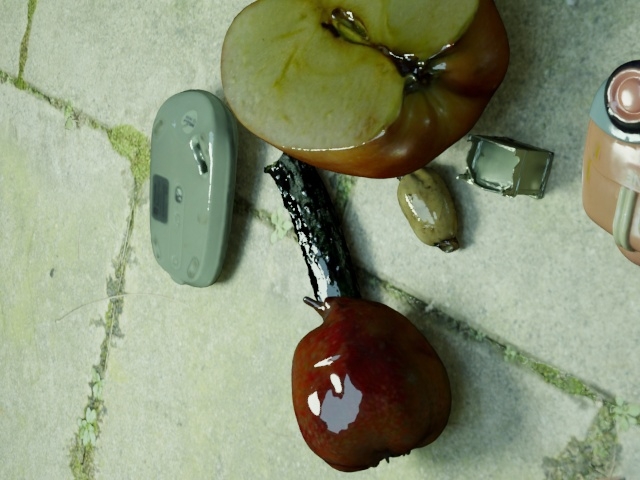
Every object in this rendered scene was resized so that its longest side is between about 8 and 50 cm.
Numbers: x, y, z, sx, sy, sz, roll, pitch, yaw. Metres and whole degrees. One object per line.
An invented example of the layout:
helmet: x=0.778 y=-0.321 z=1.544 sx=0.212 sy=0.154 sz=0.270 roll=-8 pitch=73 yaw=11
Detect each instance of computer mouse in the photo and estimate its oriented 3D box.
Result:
computer mouse: x=-0.203 y=-0.085 z=1.567 sx=0.197 sy=0.095 sz=0.331 roll=29 pitch=119 yaw=42

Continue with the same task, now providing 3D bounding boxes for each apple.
apple: x=0.052 y=-0.250 z=1.182 sx=0.365 sy=0.295 sz=0.329 roll=45 pitch=143 yaw=39

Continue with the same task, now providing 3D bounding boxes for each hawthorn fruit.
hawthorn fruit: x=0.049 y=0.174 z=1.246 sx=0.208 sy=0.208 sz=0.248 roll=-36 pitch=75 yaw=39

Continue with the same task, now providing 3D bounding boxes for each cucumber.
cucumber: x=0.000 y=0.000 z=1.382 sx=0.081 sy=0.072 sz=0.303 roll=-37 pitch=67 yaw=36

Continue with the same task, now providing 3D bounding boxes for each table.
table: x=0.223 y=-0.089 z=1.152 sx=0.079 sy=0.083 sz=0.062 roll=25 pitch=108 yaw=40

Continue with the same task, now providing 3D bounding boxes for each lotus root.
lotus root: x=0.137 y=-0.051 z=1.254 sx=0.152 sy=0.063 sz=0.072 roll=59 pitch=138 yaw=21

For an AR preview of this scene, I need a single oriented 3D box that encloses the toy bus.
toy bus: x=0.390 y=-0.056 z=0.925 sx=0.287 sy=0.194 sz=0.232 roll=33 pitch=121 yaw=38
